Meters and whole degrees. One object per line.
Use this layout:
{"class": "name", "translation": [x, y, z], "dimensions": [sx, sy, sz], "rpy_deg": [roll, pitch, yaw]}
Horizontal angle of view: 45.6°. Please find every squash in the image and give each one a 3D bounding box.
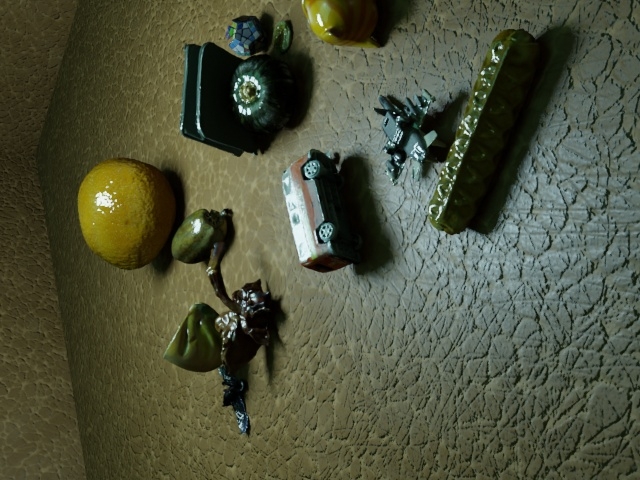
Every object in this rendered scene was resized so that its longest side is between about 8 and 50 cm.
{"class": "squash", "translation": [-0.140, -0.358, 1.872], "dimensions": [0.193, 0.156, 0.193], "rpy_deg": [-16, 64, 36]}

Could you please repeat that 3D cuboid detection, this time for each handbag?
{"class": "handbag", "translation": [-0.248, -0.358, 1.950], "dimensions": [0.079, 0.260, 0.247], "rpy_deg": [-1, 82, 32]}

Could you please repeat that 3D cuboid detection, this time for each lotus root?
{"class": "lotus root", "translation": [-0.352, -0.006, 2.198], "dimensions": [0.241, 0.124, 0.123], "rpy_deg": [-44, 42, 46]}

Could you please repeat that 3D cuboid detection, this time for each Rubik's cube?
{"class": "Rubik's cube", "translation": [-0.197, -0.544, 2.022], "dimensions": [0.093, 0.111, 0.111], "rpy_deg": [-132, 48, -83]}

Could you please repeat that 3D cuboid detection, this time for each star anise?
{"class": "star anise", "translation": [-0.214, 0.168, 1.953], "dimensions": [0.237, 0.148, 0.346], "rpy_deg": [-25, 77, 57]}

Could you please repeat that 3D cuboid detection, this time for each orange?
{"class": "orange", "translation": [-0.625, -0.085, 2.463], "dimensions": [0.322, 0.322, 0.357], "rpy_deg": [30, 120, 54]}

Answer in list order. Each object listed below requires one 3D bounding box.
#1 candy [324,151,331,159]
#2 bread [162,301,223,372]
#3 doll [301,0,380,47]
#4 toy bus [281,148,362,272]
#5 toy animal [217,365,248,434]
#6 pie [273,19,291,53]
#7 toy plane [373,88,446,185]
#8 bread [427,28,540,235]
{"class": "candy", "translation": [-0.021, -0.150, 1.771], "dimensions": [0.175, 0.043, 0.045], "rpy_deg": [-40, 58, 44]}
{"class": "bread", "translation": [-0.314, 0.269, 2.075], "dimensions": [0.158, 0.156, 0.260], "rpy_deg": [-59, 5, 13]}
{"class": "doll", "translation": [0.042, -0.534, 1.595], "dimensions": [0.162, 0.167, 0.269], "rpy_deg": [-4, 88, 59]}
{"class": "toy bus", "translation": [-0.005, -0.061, 1.640], "dimensions": [0.120, 0.121, 0.265], "rpy_deg": [-27, 63, 27]}
{"class": "toy animal", "translation": [-0.238, 0.418, 2.066], "dimensions": [0.108, 0.062, 0.220], "rpy_deg": [99, 150, -45]}
{"class": "pie", "translation": [-0.099, -0.517, 1.936], "dimensions": [0.084, 0.020, 0.084], "rpy_deg": [-4, 85, 57]}
{"class": "toy plane", "translation": [0.149, -0.222, 1.468], "dimensions": [0.262, 0.088, 0.192], "rpy_deg": [54, 133, 44]}
{"class": "bread", "translation": [0.272, -0.176, 1.284], "dimensions": [0.084, 0.077, 0.367], "rpy_deg": [47, 126, 49]}
